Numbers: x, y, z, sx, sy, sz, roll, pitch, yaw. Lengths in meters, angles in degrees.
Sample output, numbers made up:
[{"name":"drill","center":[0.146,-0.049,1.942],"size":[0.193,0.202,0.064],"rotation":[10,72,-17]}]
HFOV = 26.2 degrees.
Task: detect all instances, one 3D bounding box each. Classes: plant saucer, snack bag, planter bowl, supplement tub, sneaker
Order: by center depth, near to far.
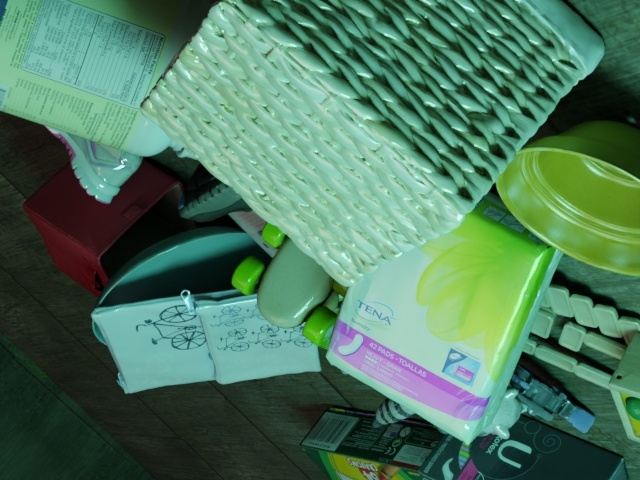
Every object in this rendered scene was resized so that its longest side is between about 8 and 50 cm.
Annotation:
[{"name":"planter bowl","center":[0.297,-0.060,1.420],"size":[0.217,0.090,0.217],"rotation":[26,158,12]},{"name":"supplement tub","center":[-0.263,-0.238,1.643],"size":[0.325,0.235,0.235],"rotation":[18,160,-14]},{"name":"sneaker","center":[-0.054,-0.078,1.787],"size":[0.140,0.125,0.341],"rotation":[39,141,-27]},{"name":"sneaker","center":[-0.360,-0.186,2.147],"size":[0.252,0.111,0.103],"rotation":[57,-174,6]},{"name":"plant saucer","center":[-0.214,0.069,2.171],"size":[0.317,0.318,0.043],"rotation":[92,155,-61]},{"name":"snack bag","center":[-0.175,0.160,2.180],"size":[0.343,0.037,0.323],"rotation":[-7,152,-1]}]

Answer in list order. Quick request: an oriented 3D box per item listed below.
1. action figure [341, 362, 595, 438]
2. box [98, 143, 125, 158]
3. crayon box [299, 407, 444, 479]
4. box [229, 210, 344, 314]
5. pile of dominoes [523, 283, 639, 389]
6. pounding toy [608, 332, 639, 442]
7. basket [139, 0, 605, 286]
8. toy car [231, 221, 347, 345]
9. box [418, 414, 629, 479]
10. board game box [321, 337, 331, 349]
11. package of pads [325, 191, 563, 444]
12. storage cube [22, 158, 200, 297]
[{"name":"action figure","center":[0.201,0.223,1.921],"size":[0.341,0.178,0.330],"rotation":[33,171,-17]},{"name":"box","center":[-0.372,-0.252,2.040],"size":[0.275,0.094,0.113],"rotation":[38,156,1]},{"name":"crayon box","center":[0.180,0.452,2.462],"size":[0.363,0.106,0.313],"rotation":[0,135,54]},{"name":"box","center":[0.000,0.000,2.001],"size":[0.322,0.058,0.232],"rotation":[46,155,-12]},{"name":"pile of dominoes","center":[0.338,0.111,1.766],"size":[0.251,0.040,0.196],"rotation":[24,152,14]},{"name":"pounding toy","center":[0.471,0.223,1.657],"size":[0.206,0.094,0.181],"rotation":[15,149,36]},{"name":"basket","center":[0.043,-0.165,1.406],"size":[0.331,0.266,0.328],"rotation":[41,155,-7]},{"name":"toy car","center":[-0.009,0.058,1.941],"size":[0.155,0.149,0.188],"rotation":[35,-176,17]},{"name":"box","center":[0.311,0.375,2.073],"size":[0.270,0.165,0.143],"rotation":[20,149,36]},{"name":"board game box","center":[-0.004,0.132,2.245],"size":[0.181,0.043,0.092],"rotation":[17,148,41]},{"name":"package of pads","center":[0.148,0.069,1.702],"size":[0.229,0.101,0.296],"rotation":[29,117,21]},{"name":"storage cube","center":[-0.337,-0.023,2.251],"size":[0.193,0.215,0.183],"rotation":[32,156,30]}]
